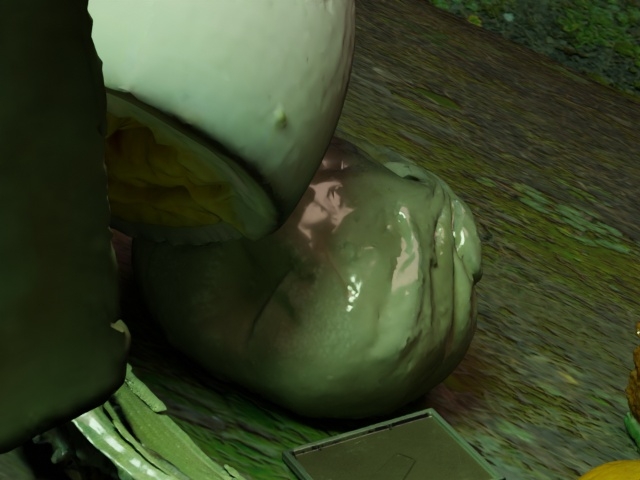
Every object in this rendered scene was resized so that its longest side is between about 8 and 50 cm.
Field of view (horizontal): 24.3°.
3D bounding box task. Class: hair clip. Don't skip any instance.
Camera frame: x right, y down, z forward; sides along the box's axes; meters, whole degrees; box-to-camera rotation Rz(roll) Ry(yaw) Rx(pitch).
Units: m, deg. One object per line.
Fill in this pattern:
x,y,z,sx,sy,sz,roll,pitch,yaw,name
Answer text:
-0.145,0.142,1.053,0.321,0.091,0.138,42,4,23,hair clip

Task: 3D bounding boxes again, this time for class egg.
-0.132,-0.211,1.136,0.354,0.340,0.354,17,-17,5,egg

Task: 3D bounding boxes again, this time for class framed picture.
0.059,0.183,1.201,0.149,0.011,0.109,-12,32,-27,framed picture

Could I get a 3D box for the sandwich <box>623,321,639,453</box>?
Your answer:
0.377,0.171,1.449,0.109,0.160,0.185,-2,20,-13,sandwich

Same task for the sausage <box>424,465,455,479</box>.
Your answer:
0.111,0.224,1.189,0.048,0.050,0.145,-29,41,-9,sausage

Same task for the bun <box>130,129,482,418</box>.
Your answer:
0.000,0.000,1.368,0.359,0.211,0.360,21,20,-8,bun

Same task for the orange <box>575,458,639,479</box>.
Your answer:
0.258,0.248,1.152,0.177,0.155,0.177,23,8,-3,orange

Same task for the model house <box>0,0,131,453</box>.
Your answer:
-0.382,-0.080,0.802,0.445,0.395,0.400,-23,48,-20,model house
